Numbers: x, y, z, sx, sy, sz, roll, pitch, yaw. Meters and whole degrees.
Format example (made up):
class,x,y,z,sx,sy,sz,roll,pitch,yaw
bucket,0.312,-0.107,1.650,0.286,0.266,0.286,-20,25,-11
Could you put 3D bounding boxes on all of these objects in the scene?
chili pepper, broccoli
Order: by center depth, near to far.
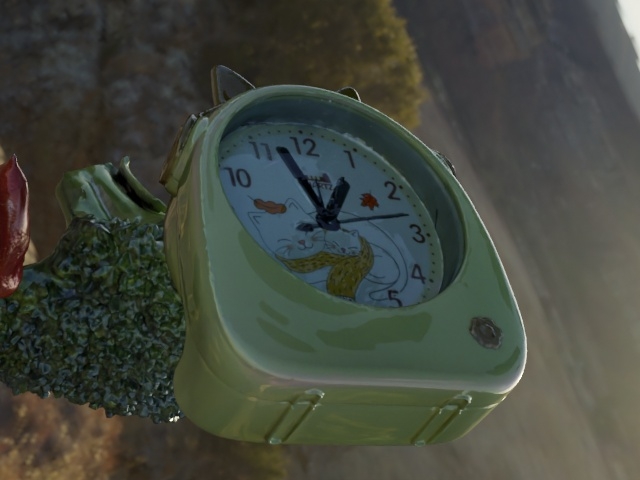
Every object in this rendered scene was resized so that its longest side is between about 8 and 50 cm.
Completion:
class,x,y,z,sx,sy,sz,roll,pitch,yaw
chili pepper,-0.253,0.001,0.983,0.191,0.050,0.059,114,-28,-46
broccoli,-0.192,0.064,1.297,0.302,0.375,0.249,27,-53,61

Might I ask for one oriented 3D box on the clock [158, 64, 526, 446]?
class,x,y,z,sx,sy,sz,roll,pitch,yaw
clock,0.000,0.000,1.053,0.286,0.117,0.348,6,49,-27
